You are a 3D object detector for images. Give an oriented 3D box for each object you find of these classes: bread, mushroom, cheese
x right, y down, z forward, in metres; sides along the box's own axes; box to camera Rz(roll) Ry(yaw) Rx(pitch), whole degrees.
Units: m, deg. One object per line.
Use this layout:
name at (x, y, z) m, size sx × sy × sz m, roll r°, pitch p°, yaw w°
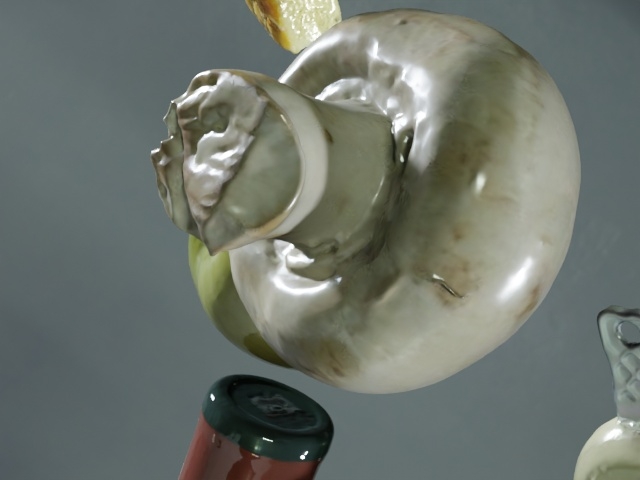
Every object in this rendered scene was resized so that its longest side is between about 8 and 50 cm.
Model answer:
bread at (-0.051, -0.261, 1.095) m, size 0.188 × 0.068 × 0.125 m, roll -120°, pitch -172°, yaw -48°
mushroom at (0.026, -0.048, 0.890) m, size 0.290 × 0.297 × 0.297 m, roll 25°, pitch 9°, yaw -41°
cheese at (0.246, 0.170, 0.955) m, size 0.163 × 0.071 × 0.248 m, roll -25°, pitch -86°, yaw 55°

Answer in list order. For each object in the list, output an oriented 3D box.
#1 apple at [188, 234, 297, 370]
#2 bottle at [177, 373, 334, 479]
apple at (0.000, 0.000, 1.338) m, size 0.254 × 0.291 × 0.292 m, roll 25°, pitch 6°, yaw -17°
bottle at (-0.104, 0.321, 1.340) m, size 0.144 × 0.336 × 0.144 m, roll 19°, pitch 17°, yaw -6°
